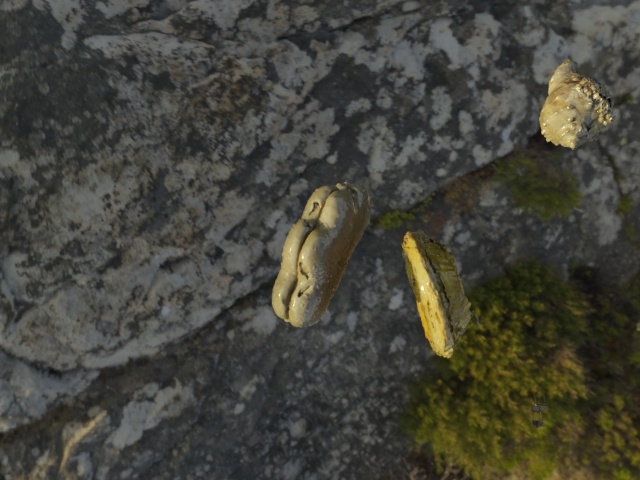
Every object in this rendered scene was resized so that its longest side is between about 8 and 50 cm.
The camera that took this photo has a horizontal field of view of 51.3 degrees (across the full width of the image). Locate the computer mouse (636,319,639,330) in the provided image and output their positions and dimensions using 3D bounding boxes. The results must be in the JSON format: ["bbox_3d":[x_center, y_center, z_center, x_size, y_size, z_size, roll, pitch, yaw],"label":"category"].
[{"bbox_3d":[0.762,0.186,1.472,0.135,0.079,0.047,-13,149,-18],"label":"computer mouse"}]

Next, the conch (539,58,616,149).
[{"bbox_3d":[0.592,-0.311,1.546,0.163,0.245,0.178,-6,151,21],"label":"conch"}]

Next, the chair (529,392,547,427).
[{"bbox_3d":[0.584,0.453,1.784,0.037,0.086,0.042,9,146,-11],"label":"chair"}]

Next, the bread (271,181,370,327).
[{"bbox_3d":[0.005,0.003,1.322,0.183,0.102,0.337,81,33,-58],"label":"bread"}]

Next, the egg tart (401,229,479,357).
[{"bbox_3d":[0.241,0.105,1.329,0.107,0.291,0.291,-16,118,5],"label":"egg tart"}]
